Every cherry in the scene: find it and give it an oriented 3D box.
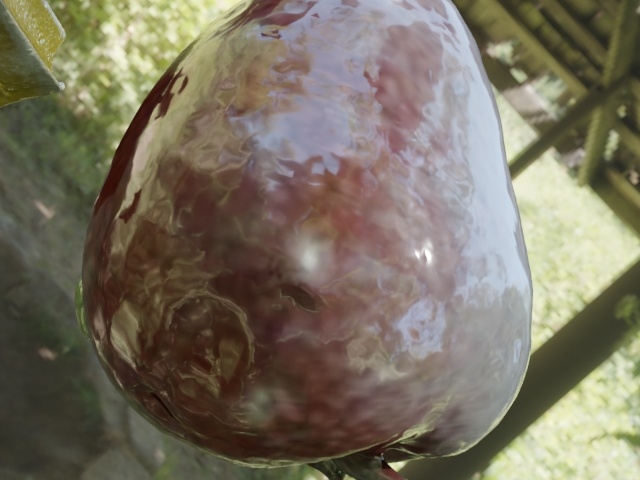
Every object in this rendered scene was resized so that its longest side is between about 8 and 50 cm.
[{"bbox_3d":[0.005,0.004,0.824,0.326,0.291,0.335,60,35,-49],"label":"cherry"}]

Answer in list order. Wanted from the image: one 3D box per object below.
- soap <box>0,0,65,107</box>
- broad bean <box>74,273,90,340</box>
[{"bbox_3d":[-0.409,-0.211,1.235,0.281,0.259,0.143,69,6,-68],"label":"soap"},{"bbox_3d":[-0.255,0.059,1.783,0.169,0.228,0.100,30,-8,12],"label":"broad bean"}]
